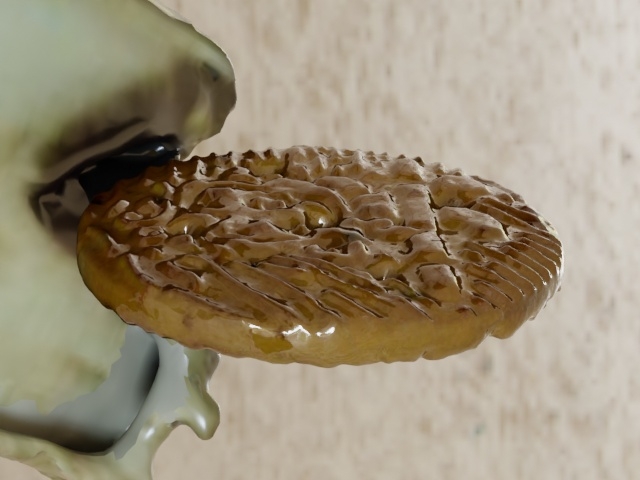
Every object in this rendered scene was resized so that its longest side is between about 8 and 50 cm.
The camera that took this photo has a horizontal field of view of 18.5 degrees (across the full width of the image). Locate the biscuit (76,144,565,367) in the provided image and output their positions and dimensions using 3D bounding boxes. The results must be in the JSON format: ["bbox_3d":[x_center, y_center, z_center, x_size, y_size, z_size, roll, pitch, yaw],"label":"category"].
[{"bbox_3d":[0.000,-0.001,0.746,0.188,0.187,0.027,-44,139,-61],"label":"biscuit"}]

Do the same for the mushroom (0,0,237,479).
[{"bbox_3d":[-0.172,-0.025,0.837,0.292,0.212,0.218,23,81,-33],"label":"mushroom"}]
